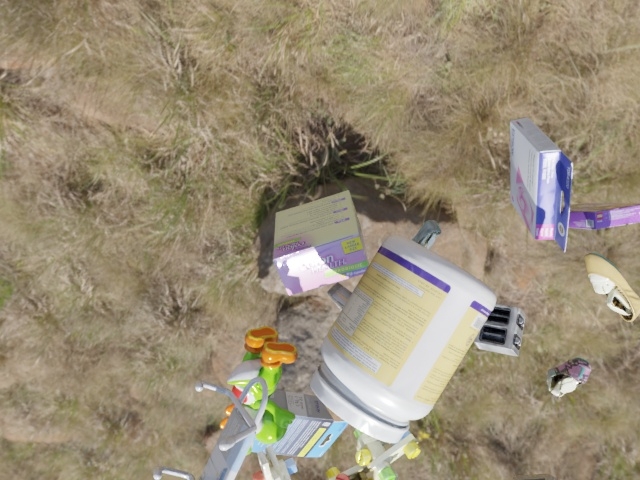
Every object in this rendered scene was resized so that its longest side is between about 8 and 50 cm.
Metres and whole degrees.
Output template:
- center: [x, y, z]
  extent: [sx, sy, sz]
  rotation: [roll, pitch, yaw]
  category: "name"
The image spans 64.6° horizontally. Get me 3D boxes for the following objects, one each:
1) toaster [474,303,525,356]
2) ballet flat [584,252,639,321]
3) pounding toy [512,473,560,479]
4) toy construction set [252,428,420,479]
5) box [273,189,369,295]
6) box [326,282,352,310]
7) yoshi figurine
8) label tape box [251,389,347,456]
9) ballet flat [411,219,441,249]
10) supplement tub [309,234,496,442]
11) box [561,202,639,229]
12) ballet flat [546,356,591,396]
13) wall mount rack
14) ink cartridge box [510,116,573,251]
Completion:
- center: [0.661, 0.328, 1.897]
  extent: [0.185, 0.168, 0.110]
  rotation: [6, 158, 33]
  category: "toaster"
- center: [0.757, 0.127, 1.310]
  extent: [0.232, 0.073, 0.080]
  rotation: [40, 166, -14]
  category: "ballet flat"
- center: [0.491, 0.594, 1.134]
  extent: [0.100, 0.130, 0.141]
  rotation: [33, 144, -8]
  category: "pounding toy"
- center: [0.033, 0.480, 1.014]
  extent: [0.327, 0.151, 0.215]
  rotation: [-7, 131, -9]
  category: "toy construction set"
- center: [0.000, 0.000, 1.299]
  extent: [0.213, 0.243, 0.117]
  rotation: [-17, 119, 6]
  category: "box"
- center: [0.138, 0.264, 1.734]
  extent: [0.056, 0.183, 0.231]
  rotation: [-43, 127, -11]
  category: "box"
- center: [-0.154, 0.445, 1.462]
  extent: [0.203, 0.203, 0.362]
  rotation: [17, 102, 8]
  category: "yoshi figurine"
- center: [-0.104, 0.691, 1.898]
  extent: [0.347, 0.115, 0.249]
  rotation: [15, 123, -26]
  category: "label tape box"
- center: [0.336, 0.021, 1.733]
  extent: [0.072, 0.068, 0.213]
  rotation: [5, 134, -37]
  category: "ballet flat"
- center: [0.150, 0.182, 0.966]
  extent: [0.241, 0.241, 0.331]
  rotation: [31, 92, -20]
  category: "supplement tub"
- center: [0.872, -0.083, 1.638]
  extent: [0.201, 0.293, 0.057]
  rotation: [-8, 96, -11]
  category: "box"
- center: [0.669, 0.384, 1.386]
  extent: [0.077, 0.079, 0.221]
  rotation: [29, 157, 16]
  category: "ballet flat"
- center: [-0.213, 0.425, 0.957]
  extent: [0.130, 0.350, 0.304]
  rotation: [27, 175, -25]
  category: "wall mount rack"
- center: [0.684, -0.177, 1.601]
  extent: [0.071, 0.330, 0.324]
  rotation: [-11, 125, 6]
  category: "ink cartridge box"
